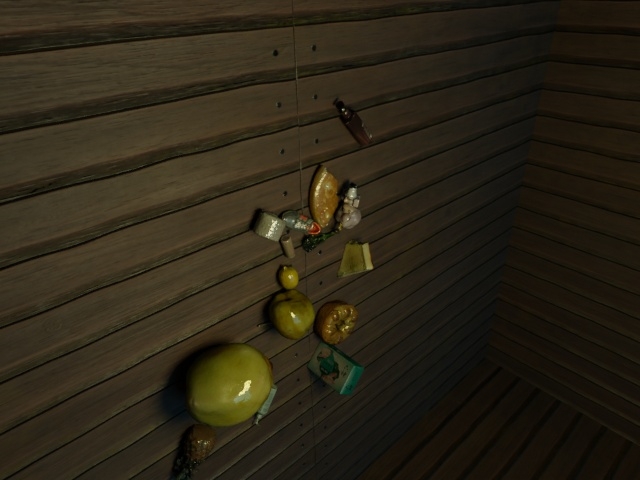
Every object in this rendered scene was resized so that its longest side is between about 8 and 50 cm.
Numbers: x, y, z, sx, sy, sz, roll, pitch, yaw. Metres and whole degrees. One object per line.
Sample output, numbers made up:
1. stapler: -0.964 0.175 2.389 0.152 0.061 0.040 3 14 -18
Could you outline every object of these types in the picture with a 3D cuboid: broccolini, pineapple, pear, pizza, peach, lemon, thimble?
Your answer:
1. broccolini: -0.006 -0.012 1.923 0.058 0.074 0.201 55 40 -1
2. pineapple: -0.512 0.869 1.819 0.128 0.128 0.247 15 104 -49
3. pear: -0.116 0.305 1.858 0.200 0.200 0.199 -23 126 -36
4. pizza: 0.013 -0.176 1.831 0.134 0.056 0.270 -29 128 -29
5. peach: -0.341 0.522 1.666 0.316 0.314 0.281 -10 109 3
6. lemon: -0.131 0.149 1.841 0.082 0.082 0.110 -28 123 -33
7. thimble: -0.185 -0.054 1.661 0.090 0.102 0.115 -66 168 4

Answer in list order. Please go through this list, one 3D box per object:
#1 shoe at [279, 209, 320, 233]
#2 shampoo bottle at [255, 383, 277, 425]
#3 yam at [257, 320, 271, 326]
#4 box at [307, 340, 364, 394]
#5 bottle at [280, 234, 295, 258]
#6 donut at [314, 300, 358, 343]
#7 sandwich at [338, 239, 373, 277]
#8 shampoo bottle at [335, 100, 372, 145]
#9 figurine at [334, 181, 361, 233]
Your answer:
1. shoe: -0.076 -0.067 1.781 0.195 0.077 0.074 14 101 -49
2. shampoo bottle: -0.258 0.748 2.058 0.056 0.056 0.195 18 99 -49
3. yam: -0.222 0.349 1.908 0.107 0.014 0.014 -10 118 -43
4. box: 0.070 0.611 2.174 0.092 0.245 0.153 29 88 -47
5. bottle: -0.130 0.026 1.804 0.045 0.045 0.096 -38 136 -26
6. donut: 0.074 0.390 2.157 0.227 0.114 0.226 -24 127 -36
7. sandwich: 0.148 0.076 2.083 0.058 0.193 0.162 1 74 -42
8. shampoo bottle: 0.129 -0.462 1.783 0.067 0.068 0.236 -56 138 -4
9. figurine: 0.123 -0.133 1.926 0.112 0.137 0.228 7 117 -3
